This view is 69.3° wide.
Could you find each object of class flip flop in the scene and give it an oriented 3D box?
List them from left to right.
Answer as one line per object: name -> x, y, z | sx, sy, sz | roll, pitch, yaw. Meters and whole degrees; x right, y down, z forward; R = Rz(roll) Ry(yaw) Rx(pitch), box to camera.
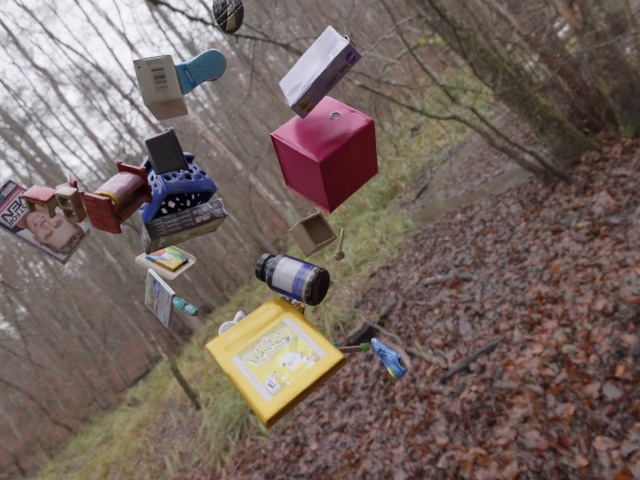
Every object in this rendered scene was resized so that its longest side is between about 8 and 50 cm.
flip flop -> -0.342, -0.838, 1.638 | 0.112, 0.277, 0.080 | -25, -19, -3

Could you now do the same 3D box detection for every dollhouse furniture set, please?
dollhouse furniture set -> -0.792, -0.172, 1.571 | 0.201, 0.373, 0.152 | -65, -16, -46

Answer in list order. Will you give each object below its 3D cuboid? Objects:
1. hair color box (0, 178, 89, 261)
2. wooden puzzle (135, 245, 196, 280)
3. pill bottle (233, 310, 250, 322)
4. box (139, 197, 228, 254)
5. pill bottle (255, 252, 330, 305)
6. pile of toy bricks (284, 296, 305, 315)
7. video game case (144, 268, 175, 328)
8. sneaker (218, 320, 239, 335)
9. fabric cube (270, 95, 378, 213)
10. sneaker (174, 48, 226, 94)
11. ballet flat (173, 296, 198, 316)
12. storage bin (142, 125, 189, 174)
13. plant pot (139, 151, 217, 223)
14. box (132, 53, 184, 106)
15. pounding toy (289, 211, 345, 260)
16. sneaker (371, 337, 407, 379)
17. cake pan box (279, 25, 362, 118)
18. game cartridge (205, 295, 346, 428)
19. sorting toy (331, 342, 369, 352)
hair color box -> -1.131, -0.069, 1.851 | 0.105, 0.347, 0.174 | -25, 34, 61
wooden puzzle -> -0.771, 0.095, 2.335 | 0.044, 0.220, 0.239 | -66, -4, 27
pill bottle -> -0.301, 0.455, 2.252 | 0.153, 0.264, 0.153 | -159, 90, -88
box -> -0.534, -0.054, 1.804 | 0.307, 0.077, 0.242 | -22, -4, -28
pill bottle -> -0.090, 0.113, 1.439 | 0.219, 0.123, 0.123 | 18, 42, 28
pile of toy bricks -> -0.154, 0.323, 1.912 | 0.212, 0.105, 0.118 | -42, 29, 3
video game case -> -0.729, 0.263, 2.098 | 0.023, 0.193, 0.213 | -23, -39, -46
sneaker -> -0.230, 0.395, 1.575 | 0.102, 0.282, 0.161 | -49, -11, -31
fabric cube -> 0.020, -0.305, 1.635 | 0.258, 0.254, 0.259 | -40, -34, -19
sneaker -> -0.522, -0.679, 1.903 | 0.318, 0.127, 0.208 | -19, 19, 3
ballet flat -> -0.468, 0.235, 1.614 | 0.041, 0.114, 0.041 | -40, -38, -41
storage bin -> -0.462, -0.257, 1.369 | 0.091, 0.135, 0.098 | -24, 16, -24
plant pot -> -0.586, -0.212, 1.810 | 0.235, 0.212, 0.236 | -15, -20, -49
box -> -0.533, -0.508, 1.570 | 0.121, 0.148, 0.311 | -14, 10, -10
pounding toy -> 0.009, 0.002, 1.821 | 0.181, 0.206, 0.094 | -28, -8, -40
sneaker -> 0.298, 0.496, 1.996 | 0.082, 0.209, 0.069 | -38, -34, 5
cake pan box -> -0.008, -0.534, 1.447 | 0.267, 0.070, 0.246 | -45, 36, 16
game cartridge -> -0.134, 0.327, 1.336 | 0.285, 0.323, 0.053 | -34, -39, -23
sorting toy -> 0.043, 0.437, 1.871 | 0.347, 0.047, 0.196 | 4, -17, -34
